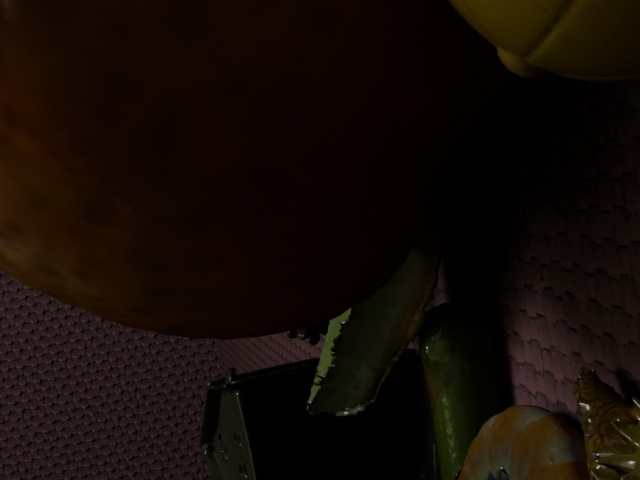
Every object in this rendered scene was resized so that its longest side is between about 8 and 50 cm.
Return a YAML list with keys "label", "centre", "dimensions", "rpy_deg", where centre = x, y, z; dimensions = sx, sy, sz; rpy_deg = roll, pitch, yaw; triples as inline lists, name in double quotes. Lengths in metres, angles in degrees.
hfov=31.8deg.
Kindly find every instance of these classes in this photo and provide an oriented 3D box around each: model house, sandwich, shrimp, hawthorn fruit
- label: "model house"
  centre: [-0.002, 0.209, 1.074]
  dimensions: [0.243, 0.211, 0.204]
  rpy_deg: [163, 99, -72]
- label: "sandwich"
  centre: [0.054, -0.002, 0.908]
  dimensions: [0.245, 0.063, 0.212]
  rpy_deg: [111, 172, -51]
- label: "shrimp"
  centre: [0.133, 0.196, 0.762]
  dimensions: [0.166, 0.049, 0.161]
  rpy_deg: [-47, 44, 47]
- label: "hawthorn fruit"
  centre: [-0.107, -0.167, 0.673]
  dimensions: [0.472, 0.472, 0.472]
  rpy_deg: [171, 90, -77]

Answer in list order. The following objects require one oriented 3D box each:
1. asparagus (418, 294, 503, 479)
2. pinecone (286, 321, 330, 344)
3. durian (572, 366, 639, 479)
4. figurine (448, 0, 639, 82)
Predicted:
- label: "asparagus"
  centre: [0.120, 0.182, 0.873]
  dimensions: [0.067, 0.060, 0.278]
  rpy_deg: [-169, 70, -84]
- label: "pinecone"
  centre: [-0.002, -0.002, 1.033]
  dimensions: [0.150, 0.179, 0.195]
  rpy_deg: [4, 98, 51]
- label: "durian"
  centre: [0.168, 0.132, 0.580]
  dimensions: [0.224, 0.078, 0.140]
  rpy_deg: [-124, 28, -60]
- label: "figurine"
  centre: [0.112, -0.187, 0.418]
  dimensions: [0.192, 0.167, 0.257]
  rpy_deg: [-94, 2, -71]
